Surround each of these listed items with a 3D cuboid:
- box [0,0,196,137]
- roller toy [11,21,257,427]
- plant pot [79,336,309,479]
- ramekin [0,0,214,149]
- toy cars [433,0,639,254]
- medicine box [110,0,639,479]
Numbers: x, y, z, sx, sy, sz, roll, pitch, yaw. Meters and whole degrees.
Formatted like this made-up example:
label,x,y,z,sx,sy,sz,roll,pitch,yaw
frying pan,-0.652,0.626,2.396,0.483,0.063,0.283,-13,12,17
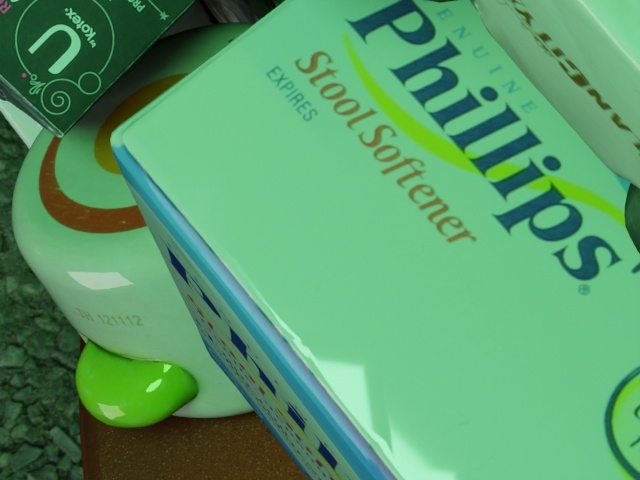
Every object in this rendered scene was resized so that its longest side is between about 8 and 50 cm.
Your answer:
label,x,y,z,sx,sy,sz,roll,pitch,yaw
box,-0.163,-0.164,0.977,0.163,0.142,0.247,44,175,-16
roller toy,-0.060,-0.018,0.978,0.209,0.191,0.146,-102,-14,-50
plant pot,-0.002,0.122,1.096,0.235,0.267,0.267,61,178,36
ramekin,-0.170,-0.143,1.254,0.277,0.135,0.277,51,171,11
toy cars,0.026,-0.117,0.478,0.394,0.087,0.176,43,173,35
medicine box,0.069,0.060,0.734,0.263,0.149,0.289,50,172,18
